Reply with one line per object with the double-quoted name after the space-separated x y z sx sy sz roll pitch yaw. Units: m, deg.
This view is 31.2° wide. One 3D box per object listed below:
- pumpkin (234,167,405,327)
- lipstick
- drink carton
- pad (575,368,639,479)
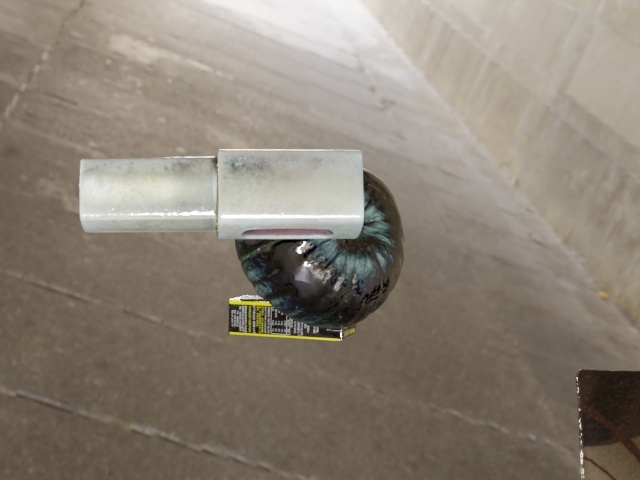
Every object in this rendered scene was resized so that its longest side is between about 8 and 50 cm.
0.000 0.000 1.249 0.202 0.140 0.202 14 63 -30 "pumpkin"
-0.089 -0.042 1.041 0.253 0.077 0.079 1 -13 -7 "lipstick"
-0.038 0.104 1.569 0.165 0.056 0.071 1 6 18 "drink carton"
0.407 0.302 1.296 0.220 0.330 0.004 0 -27 3 "pad"
